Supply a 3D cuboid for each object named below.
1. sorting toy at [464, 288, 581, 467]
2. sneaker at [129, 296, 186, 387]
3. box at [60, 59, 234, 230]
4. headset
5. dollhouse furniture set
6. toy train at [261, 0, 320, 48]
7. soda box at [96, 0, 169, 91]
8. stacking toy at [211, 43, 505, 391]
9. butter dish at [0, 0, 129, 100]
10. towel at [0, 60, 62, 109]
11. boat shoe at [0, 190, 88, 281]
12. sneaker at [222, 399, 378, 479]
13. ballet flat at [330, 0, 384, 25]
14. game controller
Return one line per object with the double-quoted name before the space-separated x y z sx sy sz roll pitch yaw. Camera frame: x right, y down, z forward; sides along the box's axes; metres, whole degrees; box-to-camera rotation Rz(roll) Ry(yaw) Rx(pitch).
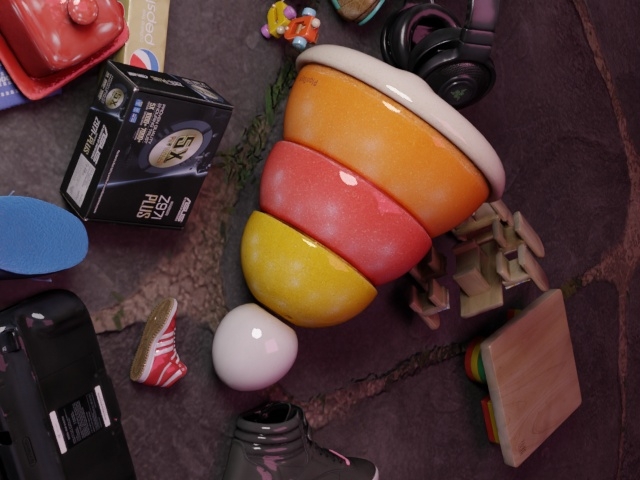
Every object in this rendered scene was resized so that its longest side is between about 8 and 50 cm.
"sorting toy" 0.384 0.256 1.805 0.257 0.089 0.256 -29 111 -40
"sneaker" -0.202 0.138 1.243 0.067 0.042 0.118 28 80 -38
"box" -0.212 -0.111 1.143 0.147 0.077 0.180 6 117 -46
"headset" 0.210 -0.291 1.511 0.185 0.243 0.394 3 121 -20
"dollhouse furniture set" 0.284 0.039 1.615 0.161 0.212 0.242 46 34 -35
"toy train" -0.022 -0.338 1.346 0.046 0.125 0.166 30 67 -39
"soda box" -0.236 -0.248 1.181 0.061 0.058 0.181 8 87 -45
"stacking toy" 0.000 0.000 1.323 0.350 0.350 0.480 38 85 -39
"butter dish" -0.285 -0.257 1.040 0.160 0.118 0.160 -40 121 -25
"towel" -0.425 -0.298 1.011 0.243 0.040 0.336 -27 112 -44
"boat shoe" -0.387 -0.003 1.025 0.258 0.089 0.109 5 75 -40
"sneaker" -0.016 0.313 1.392 0.295 0.104 0.147 5 94 -41
"ballet flat" 0.103 -0.492 1.493 0.124 0.116 0.342 42 66 -16
"game controller" -0.316 0.223 1.132 0.166 0.067 0.319 -33 116 -55
